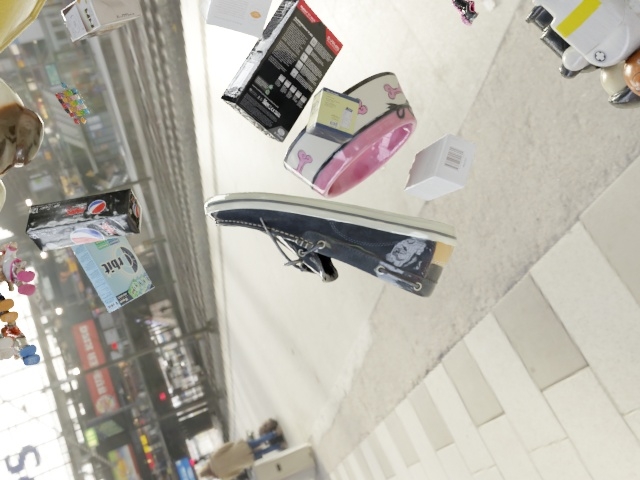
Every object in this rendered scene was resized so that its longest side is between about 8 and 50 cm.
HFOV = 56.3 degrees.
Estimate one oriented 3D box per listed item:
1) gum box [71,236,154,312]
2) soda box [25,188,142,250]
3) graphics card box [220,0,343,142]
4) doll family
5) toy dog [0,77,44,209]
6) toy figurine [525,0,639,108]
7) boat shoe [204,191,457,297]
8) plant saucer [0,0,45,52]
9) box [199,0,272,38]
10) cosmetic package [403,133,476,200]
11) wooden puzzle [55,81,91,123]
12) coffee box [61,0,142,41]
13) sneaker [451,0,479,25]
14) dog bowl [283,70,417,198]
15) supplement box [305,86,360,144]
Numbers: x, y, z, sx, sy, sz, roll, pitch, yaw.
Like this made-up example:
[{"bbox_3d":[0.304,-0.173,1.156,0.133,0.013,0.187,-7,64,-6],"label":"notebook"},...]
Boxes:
[{"bbox_3d":[-0.501,0.064,1.452,0.184,0.041,0.157,62,-162,-4],"label":"gum box"},{"bbox_3d":[-0.379,-0.033,0.965,0.053,0.169,0.060,77,-177,-53],"label":"soda box"},{"bbox_3d":[-0.110,-0.512,1.812,0.094,0.371,0.233,28,177,42],"label":"graphics card box"},{"bbox_3d":[-0.655,0.134,1.194,0.163,0.118,0.263,25,115,39],"label":"doll family"},{"bbox_3d":[-0.651,-0.149,1.063,0.284,0.395,0.408,47,140,-18],"label":"toy dog"},{"bbox_3d":[0.297,-0.220,0.507,0.148,0.213,0.209,44,-159,2],"label":"toy figurine"},{"bbox_3d":[0.000,0.000,1.140,0.187,0.500,0.156,-1,-77,-75],"label":"boat shoe"},{"bbox_3d":[-0.578,-0.496,1.151,0.081,0.333,0.333,35,-149,-26],"label":"plant saucer"},{"bbox_3d":[-0.173,-0.544,1.284,0.170,0.130,0.091,-65,32,31],"label":"box"},{"bbox_3d":[0.300,-0.181,1.526,0.231,0.085,0.117,159,131,-80],"label":"cosmetic package"},{"bbox_3d":[-0.449,-0.248,1.084,0.006,0.049,0.083,-69,-37,-46],"label":"wooden puzzle"},{"bbox_3d":[-0.666,-0.687,1.808,0.246,0.141,0.098,5,119,49],"label":"coffee box"},{"bbox_3d":[0.432,-0.695,1.770,0.057,0.047,0.119,-45,60,46],"label":"sneaker"},{"bbox_3d":[0.099,-0.279,1.693,0.150,0.408,0.408,52,160,9],"label":"dog bowl"},{"bbox_3d":[0.025,-0.249,1.200,0.056,0.083,0.083,165,119,-68],"label":"supplement box"}]
